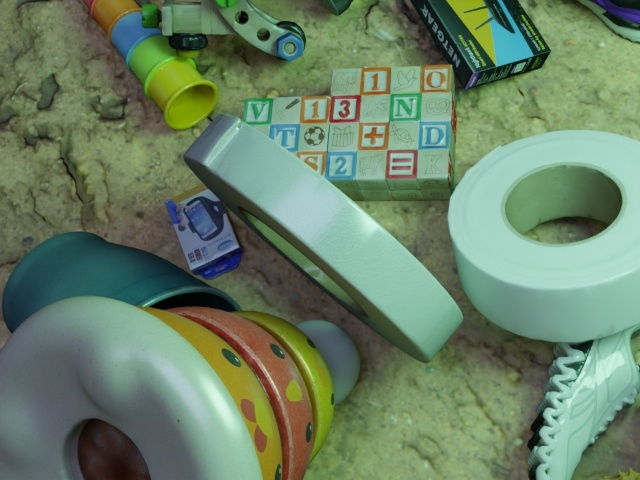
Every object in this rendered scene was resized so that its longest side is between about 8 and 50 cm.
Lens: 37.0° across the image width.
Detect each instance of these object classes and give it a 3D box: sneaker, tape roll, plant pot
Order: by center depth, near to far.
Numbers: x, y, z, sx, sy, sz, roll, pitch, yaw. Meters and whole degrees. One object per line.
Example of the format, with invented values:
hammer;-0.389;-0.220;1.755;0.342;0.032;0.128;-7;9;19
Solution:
tape roll;0.000;0.000;1.156;0.392;0.392;0.072;38;84;22
sneaker;0.330;0.192;1.172;0.118;0.110;0.292;17;77;9
tape roll;0.303;-0.013;1.183;0.286;0.100;0.286;-11;43;10
plant pot;-0.278;0.122;1.264;0.255;0.271;0.271;34;82;37
sneaker;0.366;-0.398;1.334;0.293;0.146;0.102;31;81;20

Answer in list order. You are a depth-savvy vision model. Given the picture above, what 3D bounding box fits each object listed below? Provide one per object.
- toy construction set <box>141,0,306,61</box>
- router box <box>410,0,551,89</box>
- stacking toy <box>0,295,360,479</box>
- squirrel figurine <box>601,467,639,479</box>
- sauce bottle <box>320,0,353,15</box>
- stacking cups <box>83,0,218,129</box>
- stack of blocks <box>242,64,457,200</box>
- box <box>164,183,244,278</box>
toy construction set;-0.149;-0.407;1.405;0.237;0.257;0.309;-5;47;0
router box;0.226;-0.310;1.367;0.133;0.046;0.179;-19;66;-20
stacking toy;-0.101;0.183;1.099;0.351;0.480;0.350;9;107;30
squirrel figurine;0.433;0.296;1.011;0.397;0.281;0.370;-29;70;7
sauce bottle;0.133;-0.474;1.436;0.344;0.111;0.111;-40;68;-1
stacking cups;-0.286;-0.307;1.487;0.096;0.096;0.316;-41;67;-2
stack of blocks;0.041;-0.149;1.358;0.297;0.087;0.171;0;72;13
box;-0.168;-0.014;1.395;0.081;0.028;0.136;-26;66;4
